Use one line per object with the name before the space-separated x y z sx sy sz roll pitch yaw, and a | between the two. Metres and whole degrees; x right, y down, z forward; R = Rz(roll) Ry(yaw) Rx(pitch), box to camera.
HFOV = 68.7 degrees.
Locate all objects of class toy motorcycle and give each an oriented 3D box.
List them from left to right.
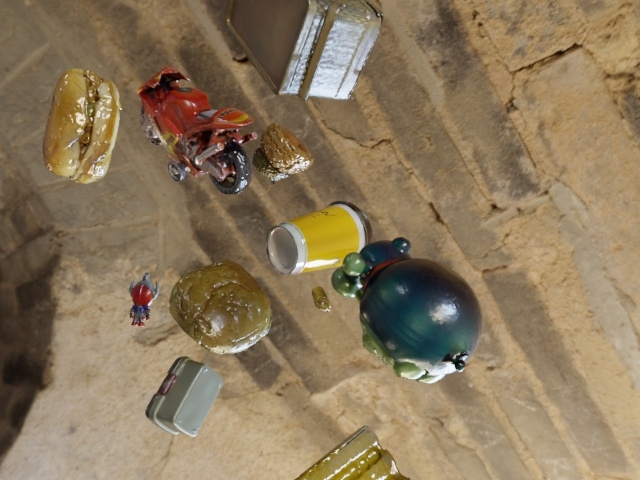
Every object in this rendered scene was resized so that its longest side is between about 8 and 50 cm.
toy motorcycle | -0.229 -0.196 0.812 0.298 0.089 0.171 32 -54 26

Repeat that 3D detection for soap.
soap | 0.067 0.666 1.120 0.293 0.335 0.156 48 -36 22

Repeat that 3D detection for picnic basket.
picnic basket | -0.040 -0.362 0.773 0.266 0.139 0.165 57 -42 31

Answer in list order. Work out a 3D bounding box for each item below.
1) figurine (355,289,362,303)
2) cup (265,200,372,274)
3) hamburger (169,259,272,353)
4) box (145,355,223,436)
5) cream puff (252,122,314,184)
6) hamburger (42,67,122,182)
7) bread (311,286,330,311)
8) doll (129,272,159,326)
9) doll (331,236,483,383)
figurine | 0.164 0.143 1.352 0.143 0.263 0.162 -11 -72 9
cup | 0.000 0.000 1.285 0.196 0.280 0.196 16 -68 44
hamburger | -0.270 0.182 1.305 0.265 0.285 0.134 42 -47 18
box | -0.402 0.466 1.399 0.129 0.210 0.148 1 -41 31
cream puff | -0.135 -0.259 1.501 0.183 0.183 0.169 45 -75 2
hamburger | -0.680 -0.317 1.338 0.284 0.174 0.304 4 -98 63
bread | 0.003 0.157 1.271 0.049 0.088 0.033 32 -71 -25
doll | -0.638 0.211 1.683 0.104 0.062 0.194 -1 -102 28
doll | 0.146 0.105 0.796 0.186 0.199 0.322 -58 -142 17
